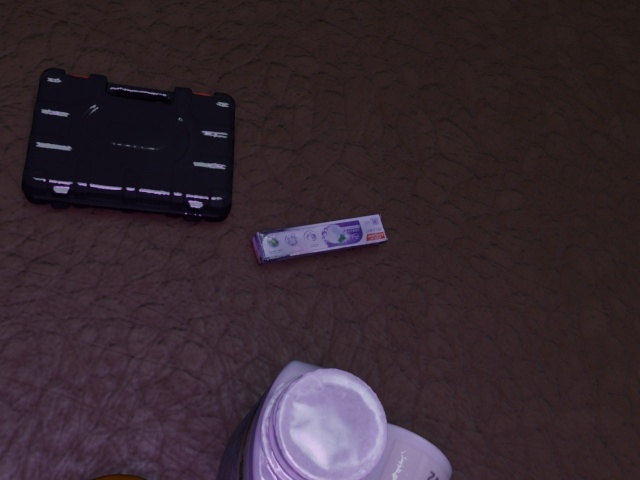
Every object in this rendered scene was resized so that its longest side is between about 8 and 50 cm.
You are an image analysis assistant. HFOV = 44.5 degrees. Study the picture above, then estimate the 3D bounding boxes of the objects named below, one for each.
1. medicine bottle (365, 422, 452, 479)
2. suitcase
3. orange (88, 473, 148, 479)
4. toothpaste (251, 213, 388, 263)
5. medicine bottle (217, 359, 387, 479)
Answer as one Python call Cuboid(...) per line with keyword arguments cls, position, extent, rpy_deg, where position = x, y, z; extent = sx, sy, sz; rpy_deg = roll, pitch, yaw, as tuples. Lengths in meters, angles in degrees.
Cuboid(cls="medicine bottle", position=(0.052, 0.353, 0.926), extent=(0.144, 0.144, 0.252), rpy_deg=(31, 58, 1))
Cuboid(cls="suitcase", position=(-0.266, -0.135, 1.121), extent=(0.286, 0.066, 0.206), rpy_deg=(6, 62, -14))
Cuboid(cls="orange", position=(-0.226, 0.337, 0.864), extent=(0.156, 0.124, 0.156), rpy_deg=(3, 80, -19))
Cuboid(cls="toothpaste", position=(0.000, 0.000, 1.147), extent=(0.196, 0.040, 0.047), rpy_deg=(-9, 71, -20))
Cuboid(cls="medicine bottle", position=(-0.031, 0.236, 0.853), extent=(0.124, 0.324, 0.179), rpy_deg=(16, 61, -7))
